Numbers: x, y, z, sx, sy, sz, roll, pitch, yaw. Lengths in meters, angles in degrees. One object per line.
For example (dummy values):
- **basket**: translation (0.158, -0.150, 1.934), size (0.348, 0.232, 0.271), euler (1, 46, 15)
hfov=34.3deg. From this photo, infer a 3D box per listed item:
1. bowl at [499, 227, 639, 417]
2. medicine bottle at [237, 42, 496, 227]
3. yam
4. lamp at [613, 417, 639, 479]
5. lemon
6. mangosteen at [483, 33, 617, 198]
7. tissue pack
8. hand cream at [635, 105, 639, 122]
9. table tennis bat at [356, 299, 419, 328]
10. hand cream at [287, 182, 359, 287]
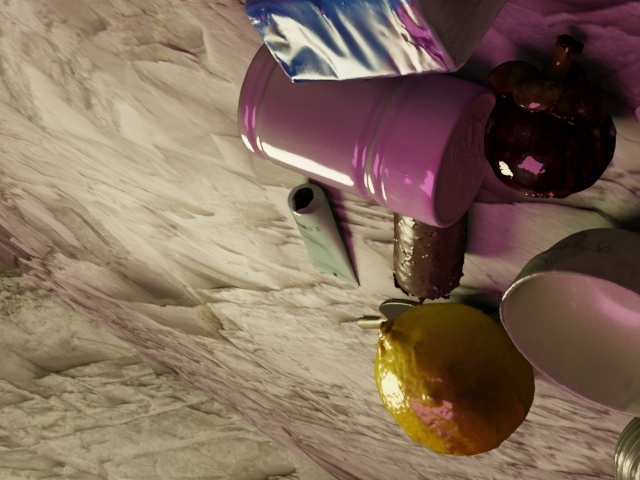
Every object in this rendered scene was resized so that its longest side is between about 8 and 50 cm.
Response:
- **bowl**: translation (0.427, 0.100, 1.464), size (0.307, 0.163, 0.307), euler (29, 150, 19)
- **medicine bottle**: translation (0.065, -0.161, 1.431), size (0.316, 0.202, 0.202), euler (24, 152, 25)
- **yam**: translation (0.175, -0.013, 1.646), size (0.131, 0.131, 0.280), euler (26, 152, 19)
- **lamp**: translation (0.605, 0.381, 1.682), size (0.265, 0.233, 0.233), euler (19, 153, 5)
- **lemon**: translation (0.235, 0.241, 1.856), size (0.322, 0.268, 0.268), euler (48, 152, -20)
- **mangosteen**: translation (0.278, -0.141, 1.276), size (0.172, 0.172, 0.184), euler (-22, 85, 61)
- **tissue pack**: translation (0.072, -0.295, 1.194), size (0.263, 0.198, 0.146), euler (5, 142, 48)
- **hand cream**: translation (0.524, -0.072, 1.136), size (0.358, 0.118, 0.185), euler (12, 149, 51)
- **table tennis bat**: translation (0.161, 0.169, 2.092), size (0.138, 0.022, 0.246), euler (48, 151, -24)
- **hand cream**: translation (0.000, 0.000, 1.970), size (0.109, 0.067, 0.321), euler (23, 156, 23)
